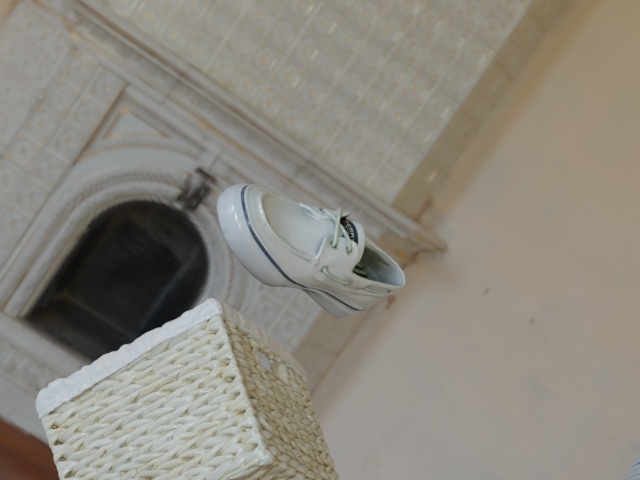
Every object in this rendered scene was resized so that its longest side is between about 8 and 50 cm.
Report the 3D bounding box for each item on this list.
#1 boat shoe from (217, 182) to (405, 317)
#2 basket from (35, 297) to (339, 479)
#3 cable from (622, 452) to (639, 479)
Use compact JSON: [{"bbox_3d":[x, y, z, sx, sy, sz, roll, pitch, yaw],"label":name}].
[{"bbox_3d":[0.000,0.000,0.870,0.226,0.076,0.083,32,41,-59],"label":"boat shoe"},{"bbox_3d":[-0.185,0.313,1.562,0.328,0.331,0.266,48,17,-56],"label":"basket"},{"bbox_3d":[0.442,0.334,1.147,0.257,0.089,0.257,41,-22,6],"label":"cable"}]
